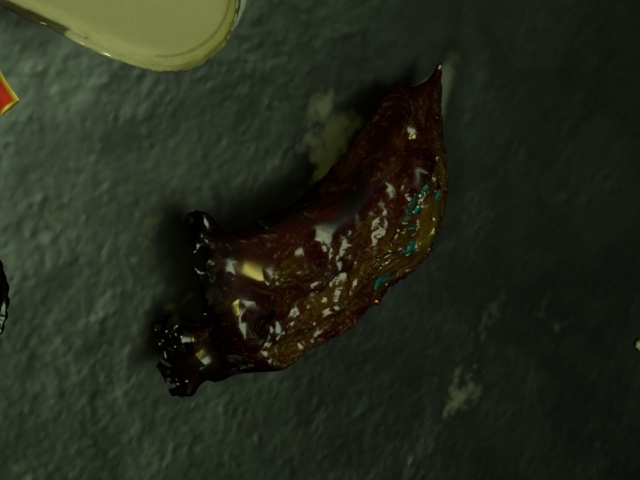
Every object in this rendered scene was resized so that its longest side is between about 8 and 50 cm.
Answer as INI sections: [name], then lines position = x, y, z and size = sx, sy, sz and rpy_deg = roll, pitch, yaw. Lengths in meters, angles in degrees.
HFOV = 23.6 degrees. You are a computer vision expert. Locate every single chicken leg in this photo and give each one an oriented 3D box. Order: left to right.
[chicken leg]
position = 0.000, 0.000, 0.830
size = 0.234, 0.063, 0.105
rpy_deg = -35, 125, -25

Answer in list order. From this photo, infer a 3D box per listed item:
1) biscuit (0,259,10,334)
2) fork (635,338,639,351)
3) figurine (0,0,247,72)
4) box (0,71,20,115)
[biscuit]
position = -0.189, 0.028, 0.723
size = 0.089, 0.027, 0.087
rpy_deg = 31, 83, -38
[fork]
position = 0.254, 0.094, 1.068
size = 0.115, 0.012, 0.016
rpy_deg = 32, 80, -32
[figurine]
position = -0.102, -0.208, 0.668
size = 0.250, 0.167, 0.141
rpy_deg = 52, 48, -20
[box]
position = -0.206, -0.090, 0.682
size = 0.090, 0.023, 0.133
rpy_deg = -39, 122, -18
